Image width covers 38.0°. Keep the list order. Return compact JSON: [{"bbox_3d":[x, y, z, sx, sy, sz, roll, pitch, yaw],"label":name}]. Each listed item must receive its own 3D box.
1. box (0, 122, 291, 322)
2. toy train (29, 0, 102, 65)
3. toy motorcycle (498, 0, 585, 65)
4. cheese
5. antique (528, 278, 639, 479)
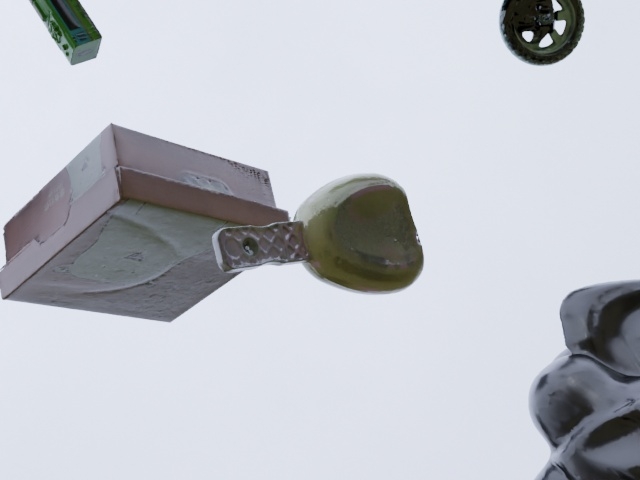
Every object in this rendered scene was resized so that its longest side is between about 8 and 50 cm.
[{"bbox_3d":[-0.176,-0.008,0.934,0.215,0.086,0.215,14,-37,-45],"label":"box"},{"bbox_3d":[-0.323,-0.296,1.060,0.042,0.209,0.044,-29,-10,-32],"label":"toy train"},{"bbox_3d":[0.147,-0.311,0.843,0.315,0.113,0.169,43,-92,-8],"label":"toy motorcycle"},{"bbox_3d":[0.000,0.000,0.673,0.192,0.097,0.037,-7,-12,-45],"label":"cheese"},{"bbox_3d":[0.269,0.119,0.574,0.322,0.255,0.185,2,-90,-69],"label":"antique"}]
